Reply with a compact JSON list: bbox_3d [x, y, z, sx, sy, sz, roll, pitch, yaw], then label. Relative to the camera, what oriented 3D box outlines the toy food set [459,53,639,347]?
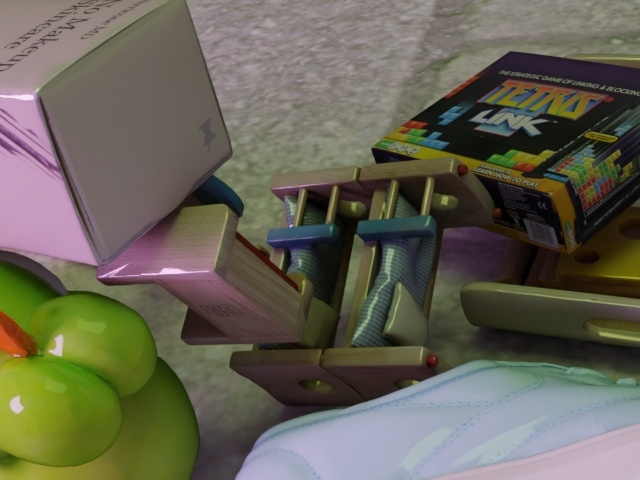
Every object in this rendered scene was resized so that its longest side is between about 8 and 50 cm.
[{"bbox_3d":[0.235,-0.038,0.750,0.220,0.092,0.306,5,36,22],"label":"toy food set"}]

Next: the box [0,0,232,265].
[{"bbox_3d":[-0.191,-0.068,0.598,0.275,0.094,0.113,7,37,33],"label":"box"}]

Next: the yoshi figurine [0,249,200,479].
[{"bbox_3d":[-0.209,0.091,0.655,0.362,0.203,0.203,4,0,41],"label":"yoshi figurine"}]

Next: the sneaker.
[{"bbox_3d":[0.128,0.100,0.535,0.366,0.135,0.150,-7,36,3],"label":"sneaker"}]

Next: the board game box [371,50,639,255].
[{"bbox_3d":[0.140,-0.064,0.740,0.141,0.048,0.170,-37,32,-23],"label":"board game box"}]

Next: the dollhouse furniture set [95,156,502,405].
[{"bbox_3d":[0.000,0.000,0.621,0.129,0.184,0.129,-4,61,31],"label":"dollhouse furniture set"}]
